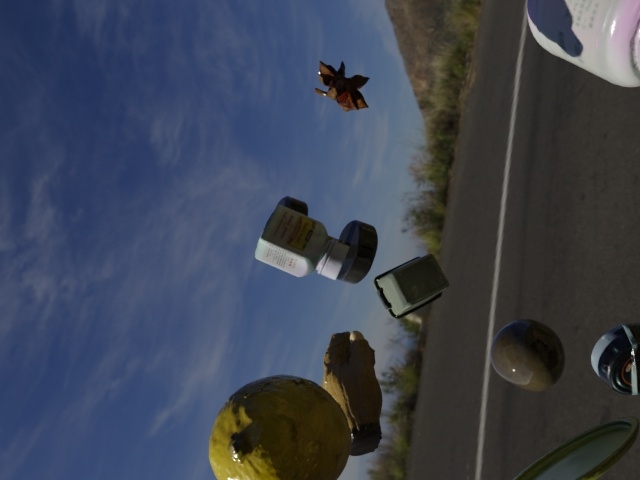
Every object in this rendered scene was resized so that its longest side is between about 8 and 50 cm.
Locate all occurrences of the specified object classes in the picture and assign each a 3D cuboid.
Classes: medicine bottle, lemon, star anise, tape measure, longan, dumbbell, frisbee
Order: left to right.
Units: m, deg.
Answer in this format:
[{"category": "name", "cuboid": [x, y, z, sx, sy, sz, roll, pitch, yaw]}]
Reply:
[{"category": "lemon", "cuboid": [-0.073, 0.383, 1.095, 0.284, 0.260, 0.260, -10, -64, -45]}, {"category": "medicine bottle", "cuboid": [-0.023, 0.009, 0.795, 0.055, 0.118, 0.074, 113, -178, -49]}, {"category": "dumbbell", "cuboid": [0.000, 0.000, 1.819, 0.204, 0.322, 0.203, -55, 24, 39]}, {"category": "star anise", "cuboid": [0.070, -0.489, 1.842, 0.212, 0.196, 0.111, -110, 31, -44]}, {"category": "longan", "cuboid": [0.577, 0.317, 1.604, 0.220, 0.196, 0.196, 173, 111, -77]}, {"category": "frisbee", "cuboid": [0.334, 0.313, 0.785, 0.236, 0.017, 0.236, -30, -18, -11]}, {"category": "tape measure", "cuboid": [0.774, 0.290, 1.425, 0.107, 0.181, 0.182, -106, 24, -64]}, {"category": "medicine bottle", "cuboid": [0.475, -0.332, 0.796, 0.302, 0.241, 0.241, 50, 151, 41]}]

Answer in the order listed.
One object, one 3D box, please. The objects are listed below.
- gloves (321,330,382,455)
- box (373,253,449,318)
[{"category": "gloves", "cuboid": [0.080, 0.379, 1.503, 0.356, 0.155, 0.203, -87, -3, -49]}, {"category": "box", "cuboid": [0.235, 0.108, 1.439, 0.172, 0.124, 0.093, -25, -11, -23]}]
